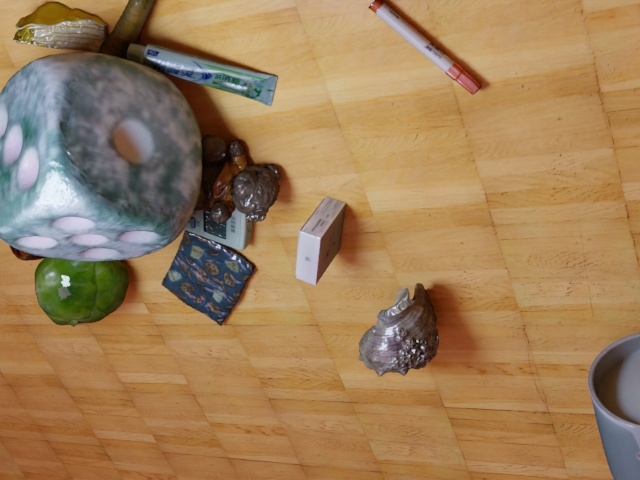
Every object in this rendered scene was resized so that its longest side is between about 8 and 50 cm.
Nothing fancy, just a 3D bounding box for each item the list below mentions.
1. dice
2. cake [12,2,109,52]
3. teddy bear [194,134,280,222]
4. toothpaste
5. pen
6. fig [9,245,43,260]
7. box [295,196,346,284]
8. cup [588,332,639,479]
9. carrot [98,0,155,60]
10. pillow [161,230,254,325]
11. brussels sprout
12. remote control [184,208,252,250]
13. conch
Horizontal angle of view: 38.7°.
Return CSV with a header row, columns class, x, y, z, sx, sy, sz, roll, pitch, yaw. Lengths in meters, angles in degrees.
class,x,y,z,sx,sy,sz,roll,pitch,yaw
dice,-0.456,-0.152,1.797,0.330,0.328,0.348,13,157,-40
cake,-0.533,-0.428,1.852,0.185,0.116,0.080,30,133,11
teddy bear,-0.180,-0.115,1.892,0.190,0.177,0.140,16,171,11
toothpaste,-0.232,-0.331,1.785,0.296,0.048,0.075,16,134,1
pen,0.182,-0.336,1.579,0.239,0.028,0.028,39,134,-4
fig,-0.727,-0.051,2.275,0.146,0.134,0.201,-31,86,13
box,0.000,0.000,1.883,0.051,0.130,0.129,20,133,16
cup,0.703,0.338,1.715,0.356,0.259,0.274,-18,121,3
carrot,-0.394,-0.400,1.819,0.070,0.070,0.342,38,134,-3
pillow,-0.272,0.088,2.174,0.189,0.034,0.255,34,135,1
brussels sprout,-0.592,0.107,2.246,0.244,0.244,0.244,15,132,18
remote control,-0.312,-0.090,2.041,0.344,0.050,0.145,19,132,15
conch,0.173,0.185,1.902,0.163,0.178,0.245,17,131,11
